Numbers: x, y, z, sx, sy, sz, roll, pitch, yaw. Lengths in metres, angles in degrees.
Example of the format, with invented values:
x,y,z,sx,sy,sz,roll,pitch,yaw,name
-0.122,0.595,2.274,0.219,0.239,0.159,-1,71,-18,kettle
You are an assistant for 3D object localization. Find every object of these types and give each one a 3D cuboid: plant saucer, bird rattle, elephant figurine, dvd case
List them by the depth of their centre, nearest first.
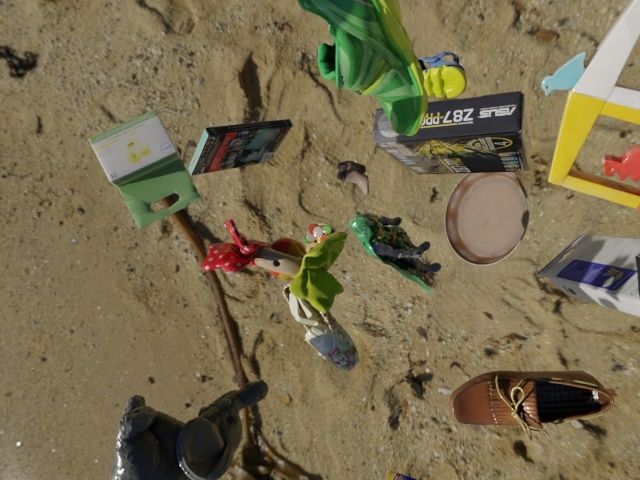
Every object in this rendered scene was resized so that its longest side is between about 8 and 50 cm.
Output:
x,y,z,sx,sy,sz,roll,pitch,yaw,name
-0.102,-0.119,0.549,0.087,0.119,0.013,-42,70,52,dvd case
-0.204,0.337,0.707,0.239,0.169,0.186,9,88,-15,elephant figurine
-0.078,0.042,0.798,0.253,0.207,0.143,7,90,5,bird rattle
0.517,-0.075,1.334,0.310,0.050,0.310,-15,73,57,plant saucer

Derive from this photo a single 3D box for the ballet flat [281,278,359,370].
x,y,z,sx,sy,sz,roll,pitch,yaw,name
-0.013,0.176,0.907,0.241,0.077,0.091,52,122,36,ballet flat

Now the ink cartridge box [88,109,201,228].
x,y,z,sx,sy,sz,roll,pitch,yaw,name
-0.416,-0.171,1.030,0.171,0.056,0.235,-28,85,-11,ink cartridge box

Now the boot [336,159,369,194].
x,y,z,sx,sy,sz,roll,pitch,yaw,name
0.090,-0.180,1.232,0.087,0.042,0.118,0,55,-10,boot

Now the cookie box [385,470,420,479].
x,y,z,sx,sy,sz,roll,pitch,yaw,name
0.086,0.251,0.351,0.107,0.092,0.040,-6,112,42,cookie box

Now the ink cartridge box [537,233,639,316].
x,y,z,sx,sy,sz,roll,pitch,yaw,name
0.654,0.067,0.958,0.165,0.333,0.065,-42,97,0,ink cartridge box

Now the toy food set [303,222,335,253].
x,y,z,sx,sy,sz,roll,pitch,yaw,name
0.000,0.000,0.983,0.083,0.020,0.082,-12,87,26,toy food set

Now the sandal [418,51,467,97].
x,y,z,sx,sy,sz,roll,pitch,yaw,name
0.302,-0.512,1.335,0.317,0.126,0.138,10,56,25,sandal

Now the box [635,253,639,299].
x,y,z,sx,sy,sz,roll,pitch,yaw,name
0.608,0.058,0.642,0.158,0.156,0.093,-19,108,-2,box

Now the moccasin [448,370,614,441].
x,y,z,sx,sy,sz,roll,pitch,yaw,name
0.517,0.407,1.073,0.380,0.147,0.139,-1,88,6,moccasin

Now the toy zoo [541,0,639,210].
x,y,z,sx,sy,sz,roll,pitch,yaw,name
0.358,-0.112,0.400,0.293,0.030,0.192,21,126,17,toy zoo

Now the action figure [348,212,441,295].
x,y,z,sx,sy,sz,roll,pitch,yaw,name
0.120,0.005,0.699,0.063,0.232,0.137,-38,55,25,action figure

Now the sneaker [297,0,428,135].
x,y,z,sx,sy,sz,roll,pitch,yaw,name
0.063,-0.251,0.589,0.123,0.295,0.109,-25,53,16,sneaker

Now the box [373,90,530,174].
x,y,z,sx,sy,sz,roll,pitch,yaw,name
0.351,-0.250,1.088,0.318,0.395,0.097,4,89,27,box
